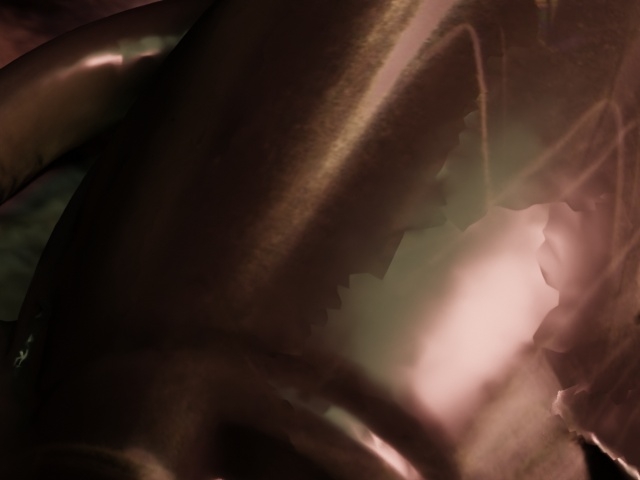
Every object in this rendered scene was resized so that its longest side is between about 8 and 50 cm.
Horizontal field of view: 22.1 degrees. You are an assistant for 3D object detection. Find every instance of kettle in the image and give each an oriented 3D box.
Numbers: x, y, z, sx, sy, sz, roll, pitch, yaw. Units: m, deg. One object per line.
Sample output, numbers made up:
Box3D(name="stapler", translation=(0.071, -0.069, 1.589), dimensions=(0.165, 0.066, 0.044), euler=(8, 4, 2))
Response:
Box3D(name="kettle", translation=(0.000, 0.000, 0.525), dimensions=(0.320, 0.228, 0.324), euler=(15, 38, 21))
